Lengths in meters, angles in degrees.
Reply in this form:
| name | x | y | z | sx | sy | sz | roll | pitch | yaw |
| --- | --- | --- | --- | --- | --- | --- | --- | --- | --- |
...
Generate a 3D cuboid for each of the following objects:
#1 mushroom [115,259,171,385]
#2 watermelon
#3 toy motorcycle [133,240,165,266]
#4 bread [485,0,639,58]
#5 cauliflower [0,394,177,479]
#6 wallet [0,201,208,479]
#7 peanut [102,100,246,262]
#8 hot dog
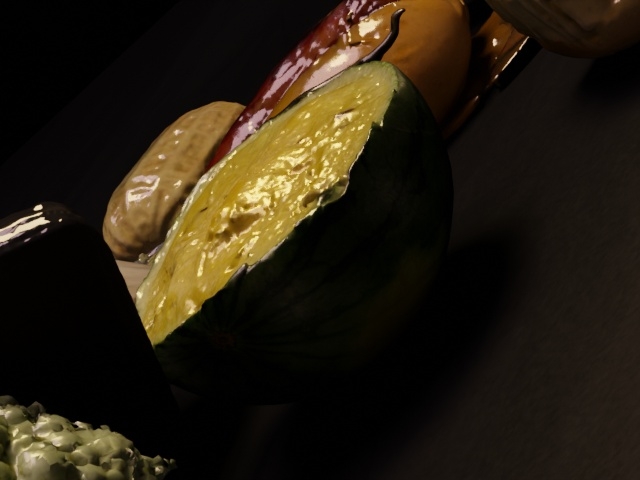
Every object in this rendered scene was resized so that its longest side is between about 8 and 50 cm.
| name | x | y | z | sx | sy | sz | roll | pitch | yaw |
| --- | --- | --- | --- | --- | --- | --- | --- | --- | --- |
| mushroom | -0.220 | 0.164 | 1.150 | 0.224 | 0.314 | 0.397 | 13 | 22 | 40 |
| watermelon | -0.002 | 0.005 | 1.054 | 0.204 | 0.127 | 0.232 | -42 | 15 | 21 |
| toy motorcycle | -0.138 | 0.052 | 1.497 | 0.193 | 0.061 | 0.124 | -46 | 17 | -27 |
| bread | 0.191 | -0.204 | 1.123 | 0.236 | 0.106 | 0.140 | -49 | 14 | -11 |
| cauliflower | -0.183 | 0.206 | 0.885 | 0.250 | 0.275 | 0.272 | 84 | -157 | -63 |
| wallet | -0.143 | 0.099 | 0.975 | 0.149 | 0.250 | 0.044 | -25 | 37 | -6 |
| peanut | -0.118 | -0.054 | 1.705 | 0.194 | 0.083 | 0.093 | -52 | 14 | -25 |
| hot dog | 0.005 | -0.076 | 1.332 | 0.326 | 0.107 | 0.194 | -48 | 13 | -5 |
